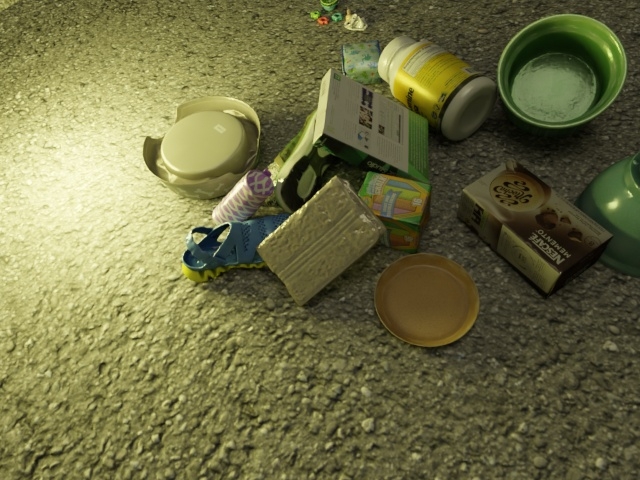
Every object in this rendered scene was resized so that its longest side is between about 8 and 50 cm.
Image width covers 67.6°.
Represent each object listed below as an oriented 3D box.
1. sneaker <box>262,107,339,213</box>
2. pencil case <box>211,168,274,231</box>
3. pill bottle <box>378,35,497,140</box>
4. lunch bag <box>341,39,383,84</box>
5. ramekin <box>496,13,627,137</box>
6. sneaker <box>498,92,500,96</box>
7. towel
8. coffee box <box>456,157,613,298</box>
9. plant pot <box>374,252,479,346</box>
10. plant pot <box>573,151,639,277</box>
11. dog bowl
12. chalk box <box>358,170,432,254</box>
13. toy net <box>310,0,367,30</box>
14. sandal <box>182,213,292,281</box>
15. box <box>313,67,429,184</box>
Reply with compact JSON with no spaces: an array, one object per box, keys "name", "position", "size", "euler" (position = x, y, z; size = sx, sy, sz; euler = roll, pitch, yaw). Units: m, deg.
[{"name":"sneaker","position":[-0.068,-0.237,1.336],"size":[0.182,0.158,0.410],"euler":[-2,45,34]},{"name":"pencil case","position":[-0.201,-0.100,1.233],"size":[0.086,0.206,0.088],"euler":[48,43,-7]},{"name":"pill bottle","position":[0.324,-0.452,1.383],"size":[0.188,0.188,0.334],"euler":[-33,58,-13]},{"name":"lunch bag","position":[0.133,-0.581,1.549],"size":[0.128,0.096,0.151],"euler":[-6,66,5]},{"name":"ramekin","position":[0.632,-0.426,1.286],"size":[0.303,0.148,0.303],"euler":[-2,84,18]},{"name":"sneaker","position":[0.590,-0.478,1.435],"size":[0.074,0.063,0.170],"euler":[31,71,18]},{"name":"towel","position":[0.000,0.000,1.128],"size":[0.282,0.049,0.187],"euler":[-40,83,11]},{"name":"coffee box","position":[0.492,-0.035,1.130],"size":[0.168,0.119,0.297],"euler":[-30,58,-13]},{"name":"plant pot","position":[0.243,0.137,1.106],"size":[0.236,0.032,0.236],"euler":[-4,58,6]},{"name":"plant pot","position":[0.755,-0.087,1.081],"size":[0.293,0.196,0.293],"euler":[-4,56,6]},{"name":"dog bowl","position":[-0.336,-0.270,1.410],"size":[0.348,0.102,0.349],"euler":[-3,57,5]},{"name":"chalk box","position":[0.157,-0.075,1.197],"size":[0.213,0.132,0.132],"euler":[14,60,17]},{"name":"toy net","position":[0.070,-0.821,1.743],"size":[0.122,0.045,0.232],"euler":[-40,61,-17]},{"name":"sandal","position":[-0.206,0.003,1.196],"size":[0.317,0.138,0.126],"euler":[-21,55,-8]},{"name":"box","position":[0.141,-0.281,1.237],"size":[0.322,0.058,0.232],"euler":[20,57,-21]}]
